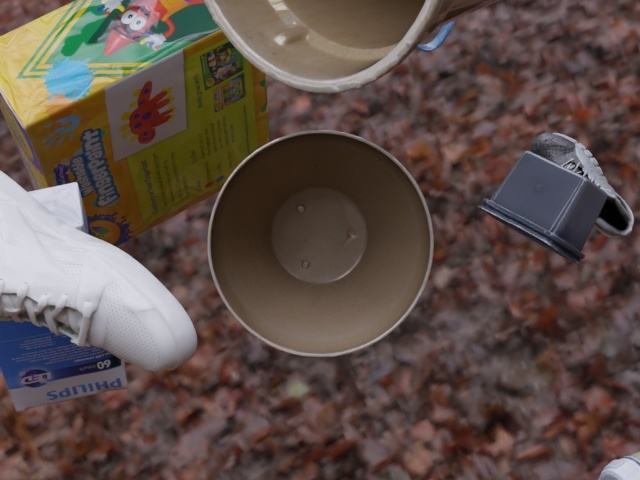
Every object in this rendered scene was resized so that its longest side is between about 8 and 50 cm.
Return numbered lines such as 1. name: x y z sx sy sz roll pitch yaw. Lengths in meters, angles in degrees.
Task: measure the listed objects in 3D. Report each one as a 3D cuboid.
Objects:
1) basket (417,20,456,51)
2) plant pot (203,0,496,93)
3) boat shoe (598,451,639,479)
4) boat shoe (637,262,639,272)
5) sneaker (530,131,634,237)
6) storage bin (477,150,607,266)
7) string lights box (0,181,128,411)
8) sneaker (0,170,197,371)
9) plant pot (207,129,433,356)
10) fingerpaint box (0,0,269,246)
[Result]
1. basket: 0.153 -0.468 2.001 0.255 0.289 0.201 -54 31 14
2. plant pot: 0.088 -0.329 1.166 0.333 0.334 0.305 4 17 45
3. boat shoe: 0.427 0.359 1.360 0.094 0.302 0.109 -25 -19 -19
4. boat shoe: 0.395 0.040 1.357 0.056 0.049 0.152 -9 -3 -11
5. sneaker: 0.448 -0.094 2.082 0.086 0.228 0.132 -45 1 9
6. storage bin: 0.272 -0.041 1.466 0.135 0.098 0.091 35 95 47
7. string lights box: -0.302 0.069 1.366 0.133 0.260 0.077 -12 44 -7
8. sneaker: -0.266 0.058 1.100 0.292 0.108 0.169 31 43 16
9. plant pot: 0.000 0.000 1.640 0.284 0.284 0.191 -27 3 1
10. fingerpaint box: -0.275 -0.196 1.874 0.371 0.445 0.163 -30 68 -13
